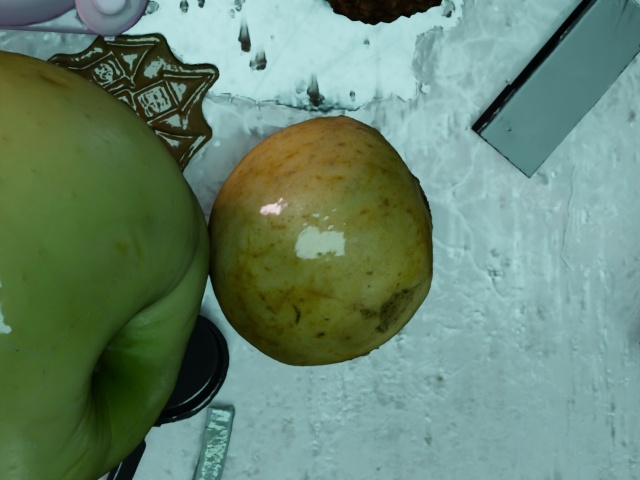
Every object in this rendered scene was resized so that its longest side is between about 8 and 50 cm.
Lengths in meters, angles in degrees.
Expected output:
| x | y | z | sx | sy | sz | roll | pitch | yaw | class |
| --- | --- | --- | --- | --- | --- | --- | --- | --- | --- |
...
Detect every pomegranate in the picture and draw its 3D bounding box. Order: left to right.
| x | y | z | sx | sy | sz | roll | pitch | yaw | class |
| --- | --- | --- | --- | --- | --- | --- | --- | --- | --- |
| 0.000 | 0.000 | 1.675 | 0.260 | 0.260 | 0.260 | -1 | 100 | -4 | pomegranate |

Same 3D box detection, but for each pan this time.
| x | y | z | sx | sy | sz | roll | pitch | yaw | class |
| --- | --- | --- | --- | --- | --- | --- | --- | --- | --- |
| -0.188 | 0.181 | 1.788 | 0.136 | 0.028 | 0.235 | 22 | 98 | -30 | pan |

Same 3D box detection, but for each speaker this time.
| x | y | z | sx | sy | sz | roll | pitch | yaw | class |
| --- | --- | --- | --- | --- | --- | --- | --- | --- | --- |
| 0.265 | -0.177 | 1.771 | 0.082 | 0.044 | 0.218 | 39 | 95 | -10 | speaker |

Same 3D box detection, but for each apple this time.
| x | y | z | sx | sy | sz | roll | pitch | yaw | class |
| --- | --- | --- | --- | --- | --- | --- | --- | --- | --- |
| -0.341 | 0.037 | 1.562 | 0.473 | 0.473 | 0.474 | -1 | 100 | -4 | apple |

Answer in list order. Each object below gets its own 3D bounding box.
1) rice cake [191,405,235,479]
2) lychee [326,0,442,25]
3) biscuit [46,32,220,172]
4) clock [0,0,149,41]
| x | y | z | sx | sy | sz | roll | pitch | yaw | class |
| --- | --- | --- | --- | --- | --- | --- | --- | --- | --- |
| -0.127 | 0.263 | 1.826 | 0.033 | 0.029 | 0.171 | 12 | 99 | -3 | rice cake |
| 0.067 | -0.345 | 1.641 | 0.236 | 0.236 | 0.271 | 13 | 125 | -7 | lychee |
| -0.206 | -0.135 | 1.747 | 0.215 | 0.034 | 0.182 | -27 | 101 | 1 | biscuit |
| -0.310 | -0.371 | 1.659 | 0.295 | 0.113 | 0.322 | 3 | 99 | -5 | clock |
